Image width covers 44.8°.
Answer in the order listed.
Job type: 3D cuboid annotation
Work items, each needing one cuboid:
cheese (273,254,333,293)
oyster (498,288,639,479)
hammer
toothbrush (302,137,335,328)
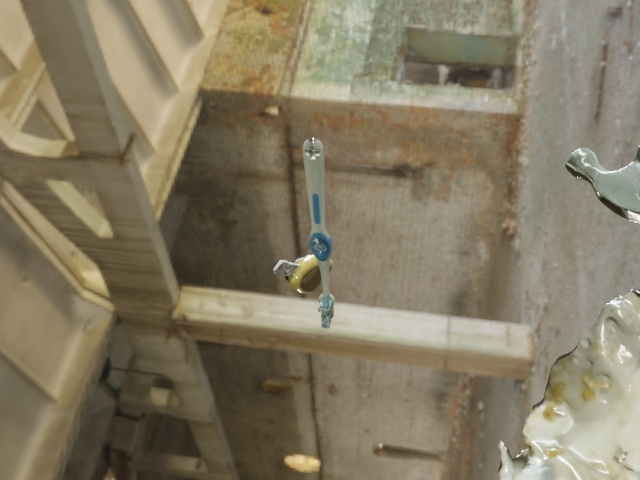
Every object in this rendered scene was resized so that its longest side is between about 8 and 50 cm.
[{"bbox_3d":[-0.039,0.056,1.435,0.086,0.036,0.162,-49,-28,12],"label":"cheese"},{"bbox_3d":[0.229,0.142,0.539,0.222,0.083,0.214,-54,26,3],"label":"oyster"},{"bbox_3d":[0.413,-0.113,0.877,0.159,0.226,0.041,48,179,41],"label":"hammer"},{"bbox_3d":[0.001,-0.003,1.217,0.040,0.040,0.386,-76,-13,-47],"label":"toothbrush"}]
